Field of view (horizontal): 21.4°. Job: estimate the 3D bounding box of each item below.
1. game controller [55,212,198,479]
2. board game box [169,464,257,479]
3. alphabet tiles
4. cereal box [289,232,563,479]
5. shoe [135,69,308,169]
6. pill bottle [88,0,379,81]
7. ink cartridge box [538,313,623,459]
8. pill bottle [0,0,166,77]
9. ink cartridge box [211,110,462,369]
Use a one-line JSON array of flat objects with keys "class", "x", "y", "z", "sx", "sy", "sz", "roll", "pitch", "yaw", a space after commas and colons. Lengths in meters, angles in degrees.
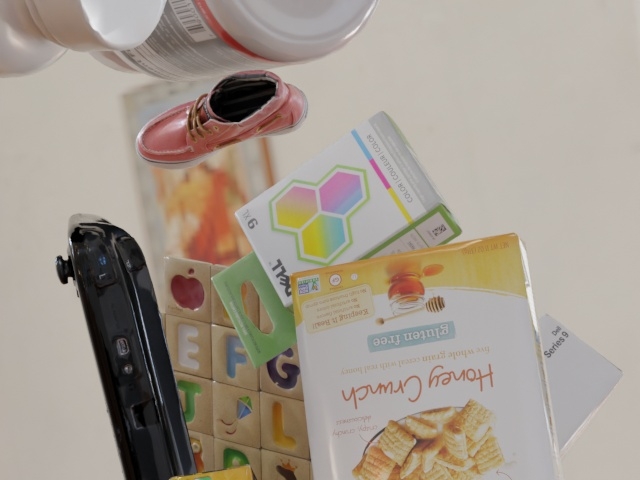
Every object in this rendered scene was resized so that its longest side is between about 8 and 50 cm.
[{"class": "game controller", "x": -0.136, "y": 0.137, "z": 1.237, "sx": 0.067, "sy": 0.319, "sz": 0.166, "roll": -14, "pitch": 8, "yaw": -15}, {"class": "board game box", "x": -0.047, "y": 0.204, "z": 0.956, "sx": 0.048, "sy": 0.141, "sz": 0.170, "roll": -10, "pitch": -11, "yaw": -2}, {"class": "alphabet tiles", "x": -0.078, "y": 0.191, "z": 1.613, "sx": 0.285, "sy": 0.343, "sz": 0.011, "roll": 10, "pitch": 18, "yaw": 35}, {"class": "cereal box", "x": 0.077, "y": 0.127, "z": 1.196, "sx": 0.173, "sy": 0.240, "sz": 0.047, "roll": -11, "pitch": -14, "yaw": 14}, {"class": "shoe", "x": -0.105, "y": -0.118, "z": 1.613, "sx": 0.178, "sy": 0.063, "sz": 0.081, "roll": -14, "pitch": -15, "yaw": 15}, {"class": "pill bottle", "x": -0.112, "y": -0.270, "z": 1.722, "sx": 0.210, "sy": 0.210, "sz": 0.363, "roll": -8, "pitch": 5, "yaw": -32}, {"class": "ink cartridge box", "x": 0.211, "y": 0.252, "z": 1.989, "sx": 0.211, "sy": 0.121, "sz": 0.289, "roll": -44, "pitch": -14, "yaw": -34}, {"class": "pill bottle", "x": -0.279, "y": -0.210, "z": 1.257, "sx": 0.318, "sy": 0.176, "sz": 0.176, "roll": 5, "pitch": 3, "yaw": 26}, {"class": "ink cartridge box", "x": 0.000, "y": 0.000, "z": 1.400, "sx": 0.209, "sy": 0.109, "sz": 0.062, "roll": -34, "pitch": -34, "yaw": 6}]
